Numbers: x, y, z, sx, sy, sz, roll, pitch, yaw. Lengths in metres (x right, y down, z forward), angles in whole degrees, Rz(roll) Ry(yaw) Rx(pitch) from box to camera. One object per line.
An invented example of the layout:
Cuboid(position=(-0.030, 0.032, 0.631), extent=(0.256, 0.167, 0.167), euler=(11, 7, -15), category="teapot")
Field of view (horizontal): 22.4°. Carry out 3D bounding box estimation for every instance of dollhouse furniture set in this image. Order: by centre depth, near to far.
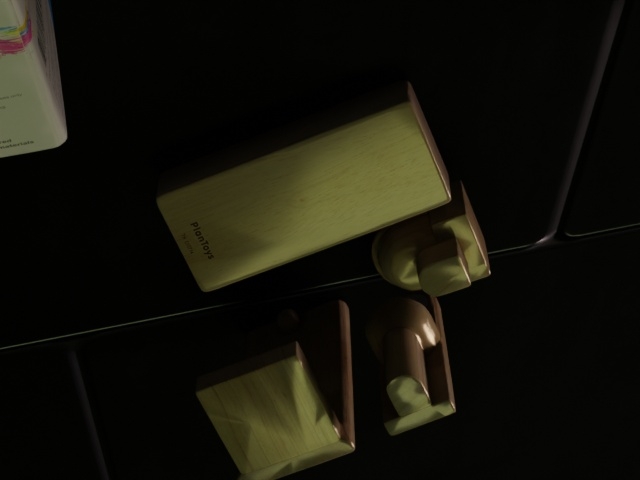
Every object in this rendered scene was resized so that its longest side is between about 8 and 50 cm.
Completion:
Cuboid(position=(0.000, 0.000, 0.745), extent=(0.144, 0.123, 0.151), euler=(-21, 117, 10), category="dollhouse furniture set")

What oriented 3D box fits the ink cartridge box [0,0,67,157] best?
Cuboid(position=(-0.112, -0.091, 0.461), extent=(0.052, 0.088, 0.122), euler=(-10, 151, -3), category="ink cartridge box")
